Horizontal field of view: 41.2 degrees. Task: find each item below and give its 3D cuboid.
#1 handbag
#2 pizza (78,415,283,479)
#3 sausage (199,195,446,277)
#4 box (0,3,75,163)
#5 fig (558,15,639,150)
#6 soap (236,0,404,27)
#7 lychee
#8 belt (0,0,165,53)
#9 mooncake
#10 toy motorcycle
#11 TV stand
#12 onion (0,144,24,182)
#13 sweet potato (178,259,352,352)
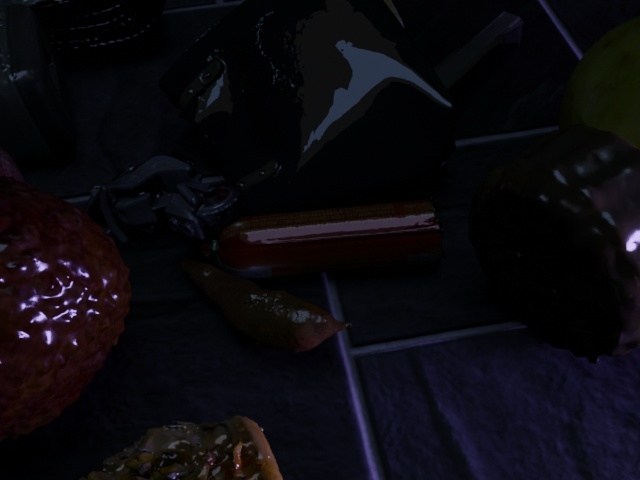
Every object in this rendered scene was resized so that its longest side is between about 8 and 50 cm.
[{"bbox_3d":[-0.022,-0.167,1.034,0.288,0.152,0.342,-28,64,-4],"label":"handbag"},{"bbox_3d":[-0.137,0.216,0.734,0.226,0.069,0.147,-1,48,2],"label":"pizza"},{"bbox_3d":[0.000,0.000,0.929,0.264,0.083,0.083,-5,46,-1],"label":"sausage"},{"bbox_3d":[-0.403,-0.196,1.097,0.129,0.148,0.210,-20,46,-4],"label":"box"},{"bbox_3d":[0.387,-0.138,0.924,0.258,0.258,0.326,3,34,6],"label":"fig"},{"bbox_3d":[-0.024,-0.293,1.212,0.257,0.080,0.160,-11,47,-8],"label":"soap"},{"bbox_3d":[-0.310,0.062,0.780,0.260,0.260,0.260,-2,46,2],"label":"lychee"},{"bbox_3d":[-0.362,-0.357,1.206,0.289,0.184,0.164,-11,29,-7],"label":"belt"},{"bbox_3d":[0.246,0.007,0.811,0.124,0.228,0.228,-33,52,-16],"label":"mooncake"},{"bbox_3d":[-0.187,-0.045,0.964,0.215,0.080,0.122,17,46,42],"label":"toy motorcycle"},{"bbox_3d":[0.196,-0.233,1.163,0.040,0.049,0.256,29,53,26],"label":"TV stand"},{"bbox_3d":[-0.399,-0.023,0.939,0.159,0.159,0.195,-19,78,-15],"label":"onion"},{"bbox_3d":[-0.075,0.071,0.877,0.226,0.068,0.068,19,49,31],"label":"sweet potato"}]
